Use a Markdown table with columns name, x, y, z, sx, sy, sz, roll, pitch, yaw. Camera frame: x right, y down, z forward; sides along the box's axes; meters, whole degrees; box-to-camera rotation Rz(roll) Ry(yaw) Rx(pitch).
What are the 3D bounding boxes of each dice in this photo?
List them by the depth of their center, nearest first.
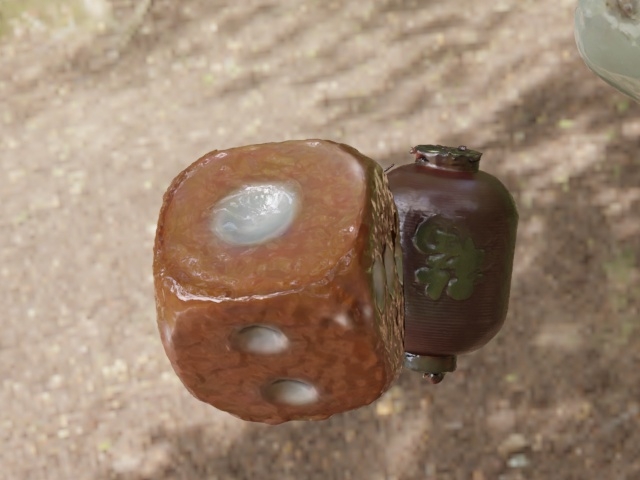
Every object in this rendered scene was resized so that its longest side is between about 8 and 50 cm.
| name | x | y | z | sx | sy | sz | roll | pitch | yaw |
| --- | --- | --- | --- | --- | --- | --- | --- | --- | --- |
| dice | -0.028 | 0.037 | 1.270 | 0.175 | 0.179 | 0.174 | -5 | 48 | 11 |

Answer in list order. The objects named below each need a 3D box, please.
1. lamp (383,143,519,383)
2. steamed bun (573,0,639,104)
| name | x | y | z | sx | sy | sz | roll | pitch | yaw |
| --- | --- | --- | --- | --- | --- | --- | --- | --- | --- |
| lamp | 0.120 | 0.023 | 1.729 | 0.180 | 0.258 | 0.180 | 7 | 8 | -1 |
| steamed bun | 0.385 | -0.162 | 1.146 | 0.324 | 0.309 | 0.219 | 28 | 20 | -41 |
